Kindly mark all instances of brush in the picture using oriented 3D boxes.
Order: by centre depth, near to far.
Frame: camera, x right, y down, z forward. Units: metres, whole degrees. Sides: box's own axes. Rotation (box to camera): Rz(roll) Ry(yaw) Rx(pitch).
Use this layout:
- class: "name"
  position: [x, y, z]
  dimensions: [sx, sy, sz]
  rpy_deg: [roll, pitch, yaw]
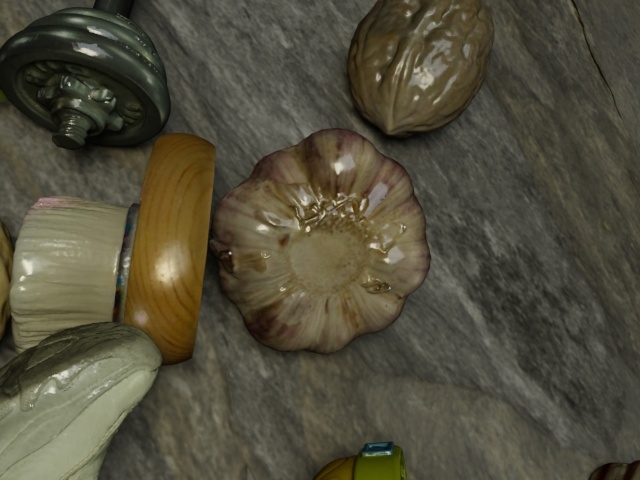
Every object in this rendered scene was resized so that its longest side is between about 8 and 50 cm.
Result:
- class: "brush"
  position: [-0.193, -0.008, 0.709]
  dimensions: [0.166, 0.174, 0.266]
  rpy_deg: [8, 55, -8]

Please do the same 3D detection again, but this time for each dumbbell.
- class: "dumbbell"
  position: [-0.223, -0.278, 0.785]
  dimensions: [0.179, 0.179, 0.406]
  rpy_deg: [15, 66, -15]

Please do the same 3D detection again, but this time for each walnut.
- class: "walnut"
  position: [0.123, -0.228, 0.909]
  dimensions: [0.178, 0.178, 0.230]
  rpy_deg: [27, 67, -9]

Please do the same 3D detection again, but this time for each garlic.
- class: "garlic"
  position: [0.000, 0.000, 0.777]
  dimensions: [0.245, 0.160, 0.244]
  rpy_deg: [-1, 103, -6]

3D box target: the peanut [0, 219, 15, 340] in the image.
- class: "peanut"
  position: [-0.337, 0.039, 0.643]
  dimensions: [0.109, 0.141, 0.159]
  rpy_deg: [21, 55, -60]

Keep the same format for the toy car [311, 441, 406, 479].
- class: "toy car"
  position: [0.032, 0.319, 0.660]
  dimensions: [0.143, 0.200, 0.247]
  rpy_deg: [-8, 80, 7]

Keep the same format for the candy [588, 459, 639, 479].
- class: "candy"
  position: [0.331, 0.405, 0.757]
  dimensions: [0.179, 0.135, 0.321]
  rpy_deg: [46, 62, -1]

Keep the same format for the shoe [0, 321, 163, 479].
- class: "shoe"
  position: [-0.234, 0.225, 0.580]
  dimensions: [0.342, 0.132, 0.210]
  rpy_deg: [-41, 106, -1]

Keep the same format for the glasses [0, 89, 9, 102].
- class: "glasses"
  position: [-0.418, -0.144, 0.703]
  dimensions: [0.239, 0.102, 0.206]
  rpy_deg: [29, 63, -8]
